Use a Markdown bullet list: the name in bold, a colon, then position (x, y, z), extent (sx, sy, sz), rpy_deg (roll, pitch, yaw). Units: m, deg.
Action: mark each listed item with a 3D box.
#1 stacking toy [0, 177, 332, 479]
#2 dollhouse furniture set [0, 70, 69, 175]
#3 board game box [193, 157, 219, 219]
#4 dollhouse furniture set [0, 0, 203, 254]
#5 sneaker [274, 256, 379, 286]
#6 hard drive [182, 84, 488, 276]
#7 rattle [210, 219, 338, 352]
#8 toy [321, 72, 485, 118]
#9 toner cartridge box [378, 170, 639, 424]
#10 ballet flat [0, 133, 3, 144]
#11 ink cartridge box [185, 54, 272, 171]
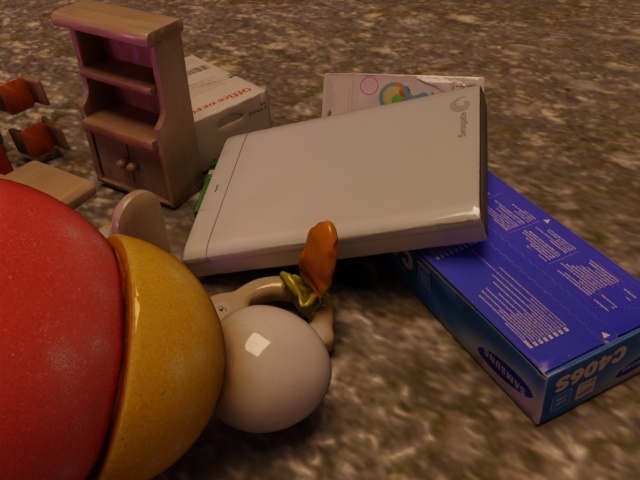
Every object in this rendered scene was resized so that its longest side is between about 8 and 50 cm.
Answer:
- **stacking toy**: position (-0.201, 0.102, 0.545), extent (0.479, 0.351, 0.351), rpy_deg (13, 29, -30)
- **dollhouse furniture set**: position (-0.524, -0.180, 0.976), extent (0.262, 0.259, 0.135), rpy_deg (-31, 35, -27)
- **board game box**: position (-0.037, -0.073, 0.963), extent (0.259, 0.030, 0.136), rpy_deg (0, 41, 7)
- **dollhouse furniture set**: position (-0.340, -0.099, 0.834), extent (0.362, 0.257, 0.394), rpy_deg (19, 42, 26)
- **sneaker**: position (0.001, 0.002, 0.843), extent (0.170, 0.051, 0.089), rpy_deg (8, 45, 22)
- **hard drive**: position (0.022, -0.073, 0.831), extent (0.352, 0.047, 0.233), rpy_deg (-7, 45, 21)
- **rattle**: position (-0.083, 0.062, 0.716), extent (0.199, 0.143, 0.130), rpy_deg (1, 57, -1)
- **toy**: position (0.121, -0.176, 1.025), extent (0.237, 0.137, 0.056), rpy_deg (4, -1, 14)
- **toner cartridge box**: position (0.194, 0.029, 0.766), extent (0.165, 0.075, 0.348), rpy_deg (-21, 41, -16)
- **ballet flat**: position (-0.593, -0.134, 1.086), extent (0.070, 0.070, 0.188), rpy_deg (24, 50, 32)
- **ink cartridge box**: position (-0.204, -0.207, 1.099), extent (0.160, 0.093, 0.219), rpy_deg (-31, 45, -28)
